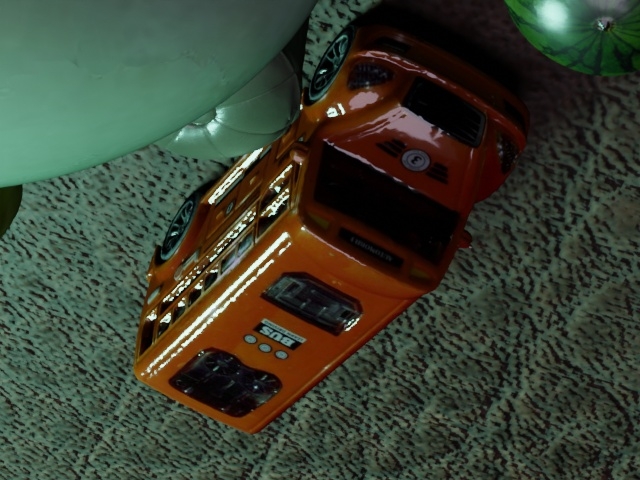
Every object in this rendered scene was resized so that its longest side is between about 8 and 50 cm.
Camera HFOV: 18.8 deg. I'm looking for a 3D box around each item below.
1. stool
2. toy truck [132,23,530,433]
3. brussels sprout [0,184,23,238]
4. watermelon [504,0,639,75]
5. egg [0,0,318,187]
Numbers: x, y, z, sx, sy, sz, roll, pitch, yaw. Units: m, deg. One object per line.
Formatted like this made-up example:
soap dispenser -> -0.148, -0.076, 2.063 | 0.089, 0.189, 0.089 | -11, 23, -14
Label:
stool -> -0.050, -0.100, 0.916 | 0.096, 0.110, 0.096 | 6, 141, 5
toy truck -> 0.000, 0.000, 1.020 | 0.107, 0.114, 0.253 | 28, 139, -17
brussels sprout -> -0.259, -0.052, 0.984 | 0.223, 0.161, 0.223 | 10, 148, 6
watermelon -> 0.134, -0.114, 0.891 | 0.105, 0.062, 0.105 | 3, 140, 3
egg -> -0.178, -0.156, 0.750 | 0.389, 0.276, 0.276 | 8, 141, 5
